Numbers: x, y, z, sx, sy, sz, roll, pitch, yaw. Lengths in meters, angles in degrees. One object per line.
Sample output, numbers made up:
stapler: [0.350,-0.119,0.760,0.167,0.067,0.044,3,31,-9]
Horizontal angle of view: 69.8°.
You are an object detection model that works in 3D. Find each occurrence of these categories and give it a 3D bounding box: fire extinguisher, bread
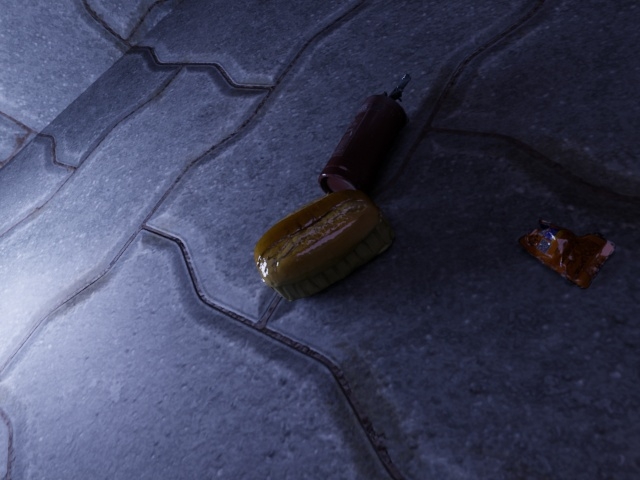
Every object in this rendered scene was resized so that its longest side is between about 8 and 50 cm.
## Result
fire extinguisher: [0.098,-0.200,0.886,0.105,0.104,0.268,14,64,36]
bread: [0.000,0.000,0.789,0.236,0.106,0.140,-31,46,4]

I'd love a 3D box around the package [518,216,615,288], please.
package: [0.342,0.009,0.643,0.077,0.033,0.111,-39,51,-15]
